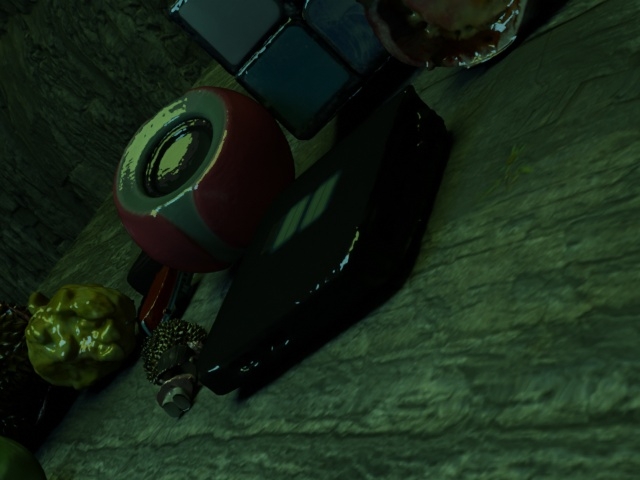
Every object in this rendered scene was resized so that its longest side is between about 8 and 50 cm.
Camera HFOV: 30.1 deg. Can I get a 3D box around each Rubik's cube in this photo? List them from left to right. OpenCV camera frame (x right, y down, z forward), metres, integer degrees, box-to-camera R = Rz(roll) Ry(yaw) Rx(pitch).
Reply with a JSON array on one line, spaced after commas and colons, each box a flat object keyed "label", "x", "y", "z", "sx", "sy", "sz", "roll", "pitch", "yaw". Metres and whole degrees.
[{"label": "Rubik's cube", "x": -0.006, "y": -0.401, "z": 1.941, "sx": 0.316, "sy": 0.318, "sz": 0.313, "roll": -42, "pitch": 6, "yaw": 24}]

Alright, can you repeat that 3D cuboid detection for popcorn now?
[{"label": "popcorn", "x": -0.426, "y": 0.170, "z": 2.106, "sx": 0.253, "sy": 0.191, "sz": 0.190, "roll": -157, "pitch": 74, "yaw": -76}]

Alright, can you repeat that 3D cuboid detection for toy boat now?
[{"label": "toy boat", "x": -0.260, "y": 0.103, "z": 2.018, "sx": 0.069, "sy": 0.059, "sz": 0.172, "roll": -37, "pitch": 26, "yaw": 41}]

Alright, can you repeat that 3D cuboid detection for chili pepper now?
[{"label": "chili pepper", "x": 0.203, "y": -0.373, "z": 1.616, "sx": 0.251, "sy": 0.229, "sz": 0.305, "roll": -61, "pitch": -4, "yaw": 31}]

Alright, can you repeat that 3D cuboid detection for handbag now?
[{"label": "handbag", "x": -0.264, "y": -0.025, "z": 2.291, "sx": 0.247, "sy": 0.080, "sz": 0.223, "roll": -43, "pitch": 16, "yaw": 22}]

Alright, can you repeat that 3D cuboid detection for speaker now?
[{"label": "speaker", "x": -0.174, "y": -0.098, "z": 1.854, "sx": 0.294, "sy": 0.294, "sz": 0.294, "roll": -45, "pitch": 16, "yaw": 17}]

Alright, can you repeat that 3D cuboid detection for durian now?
[{"label": "durian", "x": -0.633, "y": 0.265, "z": 2.239, "sx": 0.347, "sy": 0.348, "sz": 0.384, "roll": -52, "pitch": -19, "yaw": -7}, {"label": "durian", "x": -0.232, "y": 0.166, "z": 1.768, "sx": 0.110, "sy": 0.071, "sz": 0.140, "roll": -39, "pitch": 24, "yaw": 37}]

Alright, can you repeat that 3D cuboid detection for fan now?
[{"label": "fan", "x": -0.304, "y": 0.130, "z": 2.032, "sx": 0.133, "sy": 0.005, "sz": 0.085, "roll": -28, "pitch": -58, "yaw": -71}]

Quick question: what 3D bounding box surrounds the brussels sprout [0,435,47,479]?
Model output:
[{"label": "brussels sprout", "x": -0.563, "y": 0.419, "z": 1.777, "sx": 0.328, "sy": 0.247, "sz": 0.328, "roll": -39, "pitch": 9, "yaw": 7}]

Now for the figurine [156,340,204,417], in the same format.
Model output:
[{"label": "figurine", "x": -0.195, "y": 0.186, "z": 1.640, "sx": 0.072, "sy": 0.054, "sz": 0.129, "roll": -41, "pitch": 19, "yaw": 16}]

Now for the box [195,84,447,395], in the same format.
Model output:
[{"label": "box", "x": 0.000, "y": 0.000, "z": 1.467, "sx": 0.350, "sy": 0.091, "sz": 0.359, "roll": -38, "pitch": 19, "yaw": 39}]
